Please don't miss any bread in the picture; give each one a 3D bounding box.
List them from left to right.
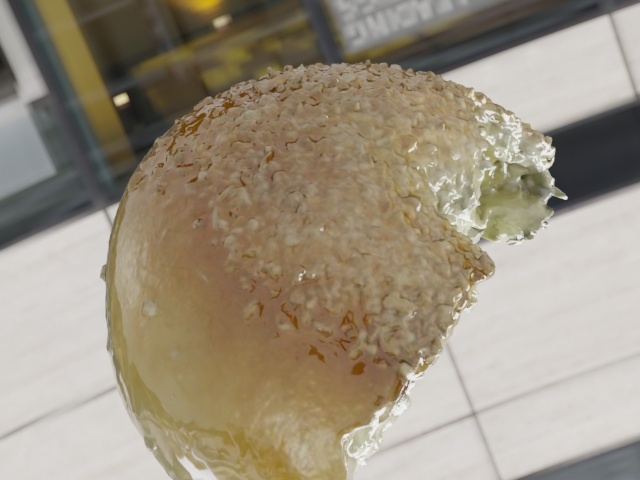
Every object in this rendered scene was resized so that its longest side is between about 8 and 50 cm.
[{"bbox_3d":[-0.002,-0.004,0.908,0.314,0.192,0.171,-48,171,-48],"label":"bread"}]
